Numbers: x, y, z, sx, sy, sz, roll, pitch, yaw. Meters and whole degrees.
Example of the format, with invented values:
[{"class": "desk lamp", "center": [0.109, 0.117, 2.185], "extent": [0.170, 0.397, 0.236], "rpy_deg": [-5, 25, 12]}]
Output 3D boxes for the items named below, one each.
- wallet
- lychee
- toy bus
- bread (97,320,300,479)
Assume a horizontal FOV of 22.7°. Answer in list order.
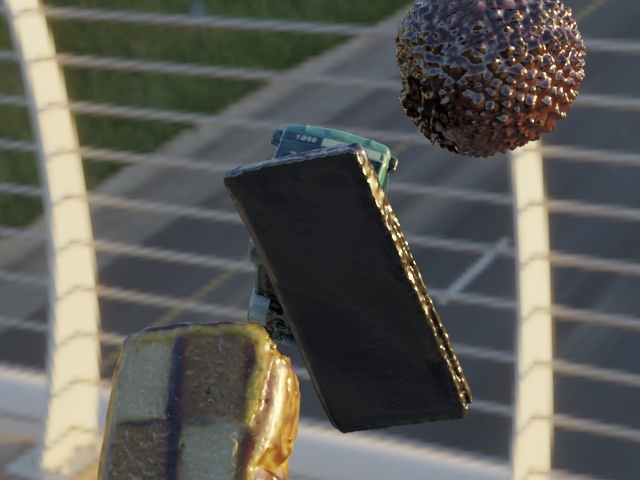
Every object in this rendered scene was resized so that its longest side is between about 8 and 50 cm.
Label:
[{"class": "wallet", "center": [0.022, 0.041, 1.229], "extent": [0.124, 0.244, 0.025], "rpy_deg": [-12, 26, 29]}, {"class": "lychee", "center": [0.160, -0.165, 1.491], "extent": [0.188, 0.188, 0.188], "rpy_deg": [-4, 23, 2]}, {"class": "toy bus", "center": [0.000, 0.000, 1.638], "extent": [0.128, 0.256, 0.147], "rpy_deg": [13, 56, 7]}, {"class": "bread", "center": [-0.116, 0.188, 1.492], "extent": [0.181, 0.096, 0.222], "rpy_deg": [0, 65, 15]}]
